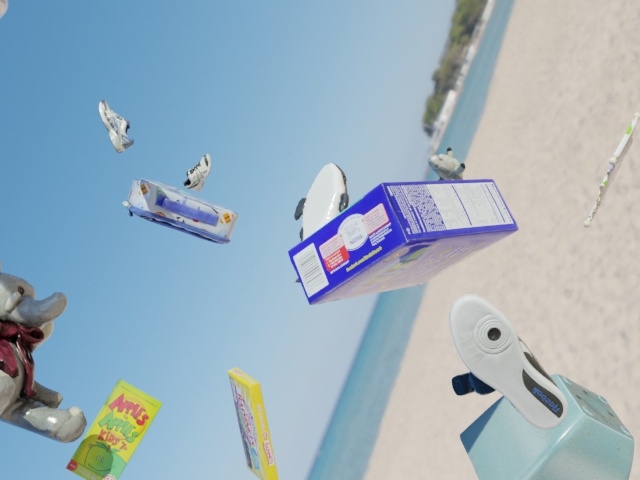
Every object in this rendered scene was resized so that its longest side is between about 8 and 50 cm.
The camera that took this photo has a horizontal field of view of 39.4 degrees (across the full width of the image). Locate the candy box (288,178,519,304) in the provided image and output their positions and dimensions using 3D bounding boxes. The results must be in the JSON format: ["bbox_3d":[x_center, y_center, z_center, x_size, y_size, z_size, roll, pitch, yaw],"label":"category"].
[{"bbox_3d":[0.150,-0.001,1.609,0.317,0.122,0.268,-4,-22,-44],"label":"candy box"}]

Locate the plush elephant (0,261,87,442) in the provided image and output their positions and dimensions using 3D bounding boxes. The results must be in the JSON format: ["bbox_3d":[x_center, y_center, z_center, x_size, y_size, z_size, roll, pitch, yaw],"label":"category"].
[{"bbox_3d":[-0.538,0.168,1.529,0.272,0.330,0.255,47,-123,-52],"label":"plush elephant"}]

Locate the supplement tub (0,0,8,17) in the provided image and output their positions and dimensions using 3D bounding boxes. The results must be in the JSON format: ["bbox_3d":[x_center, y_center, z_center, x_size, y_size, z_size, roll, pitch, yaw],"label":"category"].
[{"bbox_3d":[-0.749,-0.413,1.561,0.331,0.241,0.241,-33,-4,2],"label":"supplement tub"}]

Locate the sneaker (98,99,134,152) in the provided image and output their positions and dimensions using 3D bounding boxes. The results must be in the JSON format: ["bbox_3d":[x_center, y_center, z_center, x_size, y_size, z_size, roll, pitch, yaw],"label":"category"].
[{"bbox_3d":[-0.484,-0.277,2.135,0.058,0.135,0.052,-25,-4,-6],"label":"sneaker"}]

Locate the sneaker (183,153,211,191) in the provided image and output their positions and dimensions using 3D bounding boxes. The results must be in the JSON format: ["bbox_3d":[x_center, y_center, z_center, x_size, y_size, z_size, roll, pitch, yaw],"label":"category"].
[{"bbox_3d":[-0.230,-0.126,1.668,0.083,0.037,0.032,-62,32,32],"label":"sneaker"}]

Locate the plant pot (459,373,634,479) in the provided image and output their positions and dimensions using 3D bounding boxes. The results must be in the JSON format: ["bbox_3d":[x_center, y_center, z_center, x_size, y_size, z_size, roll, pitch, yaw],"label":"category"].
[{"bbox_3d":[0.478,0.422,1.813,0.252,0.247,0.248,-56,22,17],"label":"plant pot"}]

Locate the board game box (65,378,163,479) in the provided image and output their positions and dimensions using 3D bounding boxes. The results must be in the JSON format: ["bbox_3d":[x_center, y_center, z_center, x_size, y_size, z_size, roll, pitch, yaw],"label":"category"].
[{"bbox_3d":[-0.374,0.353,1.628,0.181,0.092,0.043,-60,6,-14],"label":"board game box"}]

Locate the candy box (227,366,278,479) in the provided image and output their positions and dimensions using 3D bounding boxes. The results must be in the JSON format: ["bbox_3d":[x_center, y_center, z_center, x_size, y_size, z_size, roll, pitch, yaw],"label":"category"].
[{"bbox_3d":[-0.125,0.346,1.665,0.105,0.027,0.205,14,118,59],"label":"candy box"}]

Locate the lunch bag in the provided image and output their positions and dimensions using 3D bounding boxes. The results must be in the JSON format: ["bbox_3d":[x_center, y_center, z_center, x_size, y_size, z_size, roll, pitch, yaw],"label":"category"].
[{"bbox_3d":[-0.383,-0.080,2.421,0.243,0.303,0.114,21,92,69],"label":"lunch bag"}]

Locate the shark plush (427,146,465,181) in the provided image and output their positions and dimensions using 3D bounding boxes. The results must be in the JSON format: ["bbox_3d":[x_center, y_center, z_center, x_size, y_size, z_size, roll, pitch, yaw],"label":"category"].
[{"bbox_3d":[0.278,-0.139,1.991,0.067,0.073,0.161,-26,-32,-5],"label":"shark plush"}]

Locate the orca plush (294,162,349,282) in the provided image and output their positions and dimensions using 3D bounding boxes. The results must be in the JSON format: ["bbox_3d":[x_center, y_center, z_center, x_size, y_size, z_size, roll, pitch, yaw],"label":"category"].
[{"bbox_3d":[0.028,-0.022,1.933,0.151,0.102,0.287,-28,47,31],"label":"orca plush"}]

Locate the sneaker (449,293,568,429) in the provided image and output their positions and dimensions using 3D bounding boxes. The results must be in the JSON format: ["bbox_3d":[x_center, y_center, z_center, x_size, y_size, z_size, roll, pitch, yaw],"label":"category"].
[{"bbox_3d":[0.236,0.151,1.200,0.079,0.217,0.121,-38,11,5],"label":"sneaker"}]

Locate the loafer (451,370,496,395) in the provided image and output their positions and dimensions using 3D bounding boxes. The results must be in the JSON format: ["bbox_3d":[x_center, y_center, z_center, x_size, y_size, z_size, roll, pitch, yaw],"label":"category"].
[{"bbox_3d":[0.363,0.312,2.007,0.170,0.061,0.062,-20,82,63],"label":"loafer"}]

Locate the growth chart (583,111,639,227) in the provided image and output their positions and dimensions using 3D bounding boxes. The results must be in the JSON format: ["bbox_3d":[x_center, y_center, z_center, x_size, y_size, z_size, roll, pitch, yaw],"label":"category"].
[{"bbox_3d":[0.630,-0.143,1.938,0.172,0.021,0.237,-52,-21,-29],"label":"growth chart"}]
